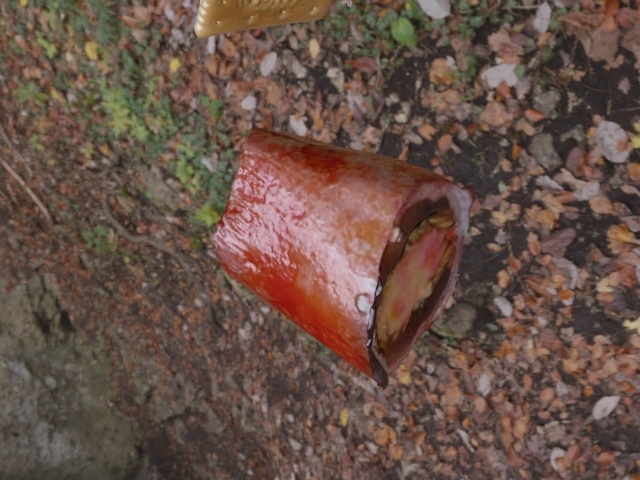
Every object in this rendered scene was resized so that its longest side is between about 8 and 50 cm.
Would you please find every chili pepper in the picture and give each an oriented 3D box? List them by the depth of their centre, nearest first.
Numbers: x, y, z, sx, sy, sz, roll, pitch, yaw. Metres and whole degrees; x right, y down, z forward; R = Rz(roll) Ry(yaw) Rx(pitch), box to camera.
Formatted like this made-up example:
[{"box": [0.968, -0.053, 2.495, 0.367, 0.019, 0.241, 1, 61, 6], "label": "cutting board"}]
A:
[{"box": [0.000, 0.000, 0.751, 0.305, 0.229, 0.251, 23, 148, 23], "label": "chili pepper"}]

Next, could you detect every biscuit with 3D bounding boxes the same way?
[{"box": [-0.071, -0.387, 0.971, 0.030, 0.249, 0.160, 63, 149, 13], "label": "biscuit"}]

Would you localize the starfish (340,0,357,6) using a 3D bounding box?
[{"box": [0.052, -0.388, 0.696, 0.240, 0.043, 0.228, -8, 105, 10], "label": "starfish"}]
